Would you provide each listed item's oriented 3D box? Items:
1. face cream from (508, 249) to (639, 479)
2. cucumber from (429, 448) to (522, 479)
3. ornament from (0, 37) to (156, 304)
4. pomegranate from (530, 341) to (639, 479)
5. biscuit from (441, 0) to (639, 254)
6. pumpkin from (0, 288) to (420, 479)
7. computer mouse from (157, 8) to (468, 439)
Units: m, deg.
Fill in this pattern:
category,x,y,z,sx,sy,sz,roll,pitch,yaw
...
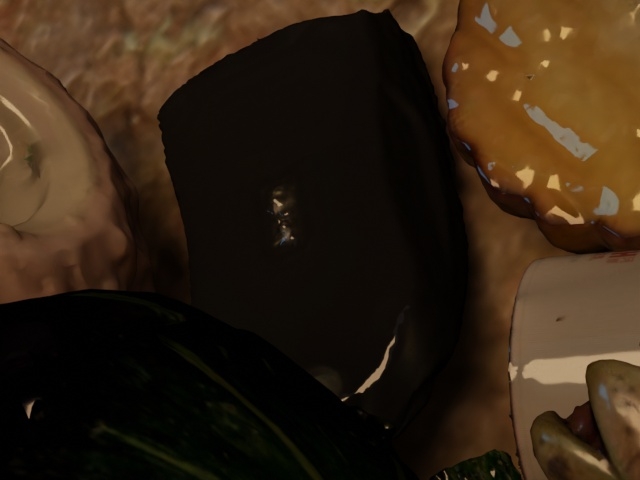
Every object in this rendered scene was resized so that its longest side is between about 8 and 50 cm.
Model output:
category,x,y,z,sx,sy,sz,roll,pitch,yaw
face cream,0.178,0.044,0.488,0.214,0.096,0.096,-6,67,25
cucumber,0.091,0.163,0.510,0.058,0.058,0.187,-37,60,10
ornament,-0.200,0.029,0.598,0.225,0.259,0.259,-51,54,26
pomegranate,0.146,0.122,0.387,0.179,0.179,0.210,-28,94,15
biscuit,0.123,-0.046,0.575,0.183,0.061,0.118,20,82,34
pumpkin,-0.069,0.172,0.426,0.296,0.296,0.296,-10,65,23
computer mouse,0.000,0.000,0.611,0.122,0.073,0.217,-20,55,16
